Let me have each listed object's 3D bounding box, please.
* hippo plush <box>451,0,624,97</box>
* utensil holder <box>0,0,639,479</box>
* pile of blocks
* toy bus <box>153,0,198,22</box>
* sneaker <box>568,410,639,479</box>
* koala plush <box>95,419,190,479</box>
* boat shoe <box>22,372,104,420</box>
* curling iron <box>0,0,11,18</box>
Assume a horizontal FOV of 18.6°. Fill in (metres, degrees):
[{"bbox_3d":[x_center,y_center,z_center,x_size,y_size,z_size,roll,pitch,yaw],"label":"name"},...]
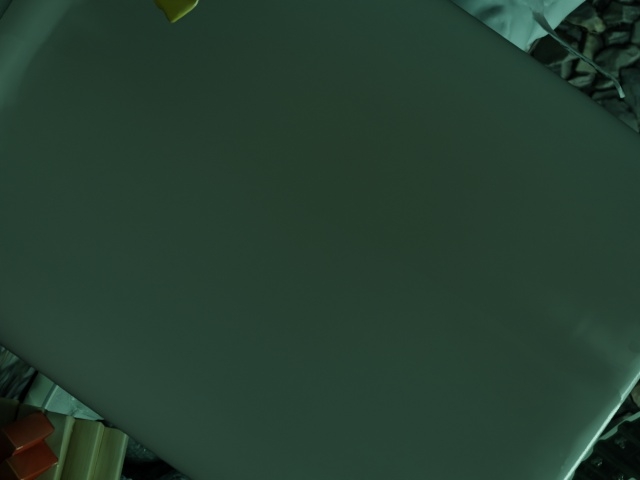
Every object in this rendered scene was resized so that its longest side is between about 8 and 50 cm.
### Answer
[{"bbox_3d":[0.076,-0.148,1.430,0.234,0.294,0.236,-16,153,-42],"label":"hippo plush"},{"bbox_3d":[0.000,0.000,1.130,0.327,0.385,0.327,-54,172,-11],"label":"utensil holder"},{"bbox_3d":[-0.275,0.271,1.450,0.362,0.149,0.112,-53,172,-8],"label":"pile of blocks"},{"bbox_3d":[-0.029,-0.228,0.818,0.220,0.211,0.149,-37,-164,5],"label":"toy bus"},{"bbox_3d":[0.168,0.174,1.177,0.234,0.078,0.106,-53,175,13],"label":"sneaker"},{"bbox_3d":[-0.144,0.180,1.706,0.196,0.203,0.221,-5,-109,56],"label":"koala plush"},{"bbox_3d":[-0.175,0.107,1.592,0.227,0.081,0.079,-57,171,12],"label":"boat shoe"},{"bbox_3d":[-0.131,-0.133,0.859,0.068,0.035,0.274,104,6,-61],"label":"curling iron"}]
